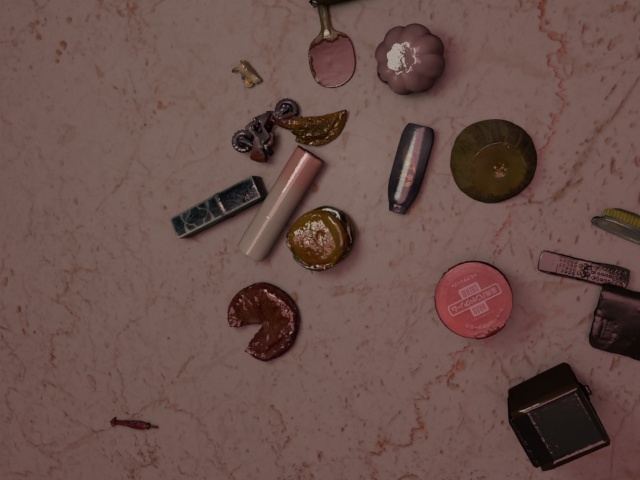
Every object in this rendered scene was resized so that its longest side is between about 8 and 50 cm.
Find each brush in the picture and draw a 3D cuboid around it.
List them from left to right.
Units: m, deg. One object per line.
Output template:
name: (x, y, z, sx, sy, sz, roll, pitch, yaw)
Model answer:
brush: (0.794, -0.008, 1.490, 0.296, 0.068, 0.060, 27, 77, 10)

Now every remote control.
remote control: (0.645, 0.073, 1.546, 0.212, 0.028, 0.059, 14, 92, 15)

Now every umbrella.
umbrella: (-0.568, 0.558, 1.909, 0.165, 0.025, 0.027, 0, 113, 18)

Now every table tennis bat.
table tennis bat: (0.022, -0.534, 1.718, 0.131, 0.022, 0.235, -11, 90, 17)

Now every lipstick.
lipstick: (-0.290, -0.090, 1.788, 0.289, 0.076, 0.078, -26, 86, 17)
lipstick: (-0.111, -0.100, 1.729, 0.087, 0.087, 0.327, 34, 100, 13)

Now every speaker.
speaker: (0.550, 0.407, 1.473, 0.192, 0.231, 0.153, -29, 83, 15)

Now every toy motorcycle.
toy motorcycle: (-0.138, -0.296, 1.740, 0.212, 0.084, 0.118, -36, 80, 1)

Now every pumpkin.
pumpkin: (0.431, -0.198, 1.566, 0.217, 0.110, 0.218, 1, 95, 11)

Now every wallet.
wallet: (0.805, 0.215, 1.484, 0.309, 0.042, 0.165, 14, 100, 14)

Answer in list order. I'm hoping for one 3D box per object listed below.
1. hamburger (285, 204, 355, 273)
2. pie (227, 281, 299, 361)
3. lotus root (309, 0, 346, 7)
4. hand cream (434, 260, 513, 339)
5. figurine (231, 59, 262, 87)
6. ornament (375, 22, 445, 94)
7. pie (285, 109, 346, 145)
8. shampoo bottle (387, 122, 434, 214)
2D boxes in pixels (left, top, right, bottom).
hamburger: (0.000, 0.000, 1.695, 0.177, 0.113, 0.186, 15, 103, 10)
pie: (-0.162, 0.224, 1.768, 0.218, 0.054, 0.204, 43, 102, 11)
lotus root: (0.077, -0.696, 1.647, 0.240, 0.123, 0.124, -14, 114, 13)
hand cream: (0.383, 0.144, 1.572, 0.193, 0.125, 0.193, 1, 92, 17)
figurine: (-0.208, -0.465, 1.777, 0.050, 0.047, 0.083, -42, 87, 28)
ornament: (0.229, -0.457, 1.596, 0.177, 0.177, 0.178, 0, 91, 16)
pie: (-0.011, -0.303, 1.708, 0.169, 0.034, 0.092, -6, 114, -4)
shampoo bottle: (0.230, -0.186, 1.648, 0.087, 0.049, 0.234, 18, 96, 17)
